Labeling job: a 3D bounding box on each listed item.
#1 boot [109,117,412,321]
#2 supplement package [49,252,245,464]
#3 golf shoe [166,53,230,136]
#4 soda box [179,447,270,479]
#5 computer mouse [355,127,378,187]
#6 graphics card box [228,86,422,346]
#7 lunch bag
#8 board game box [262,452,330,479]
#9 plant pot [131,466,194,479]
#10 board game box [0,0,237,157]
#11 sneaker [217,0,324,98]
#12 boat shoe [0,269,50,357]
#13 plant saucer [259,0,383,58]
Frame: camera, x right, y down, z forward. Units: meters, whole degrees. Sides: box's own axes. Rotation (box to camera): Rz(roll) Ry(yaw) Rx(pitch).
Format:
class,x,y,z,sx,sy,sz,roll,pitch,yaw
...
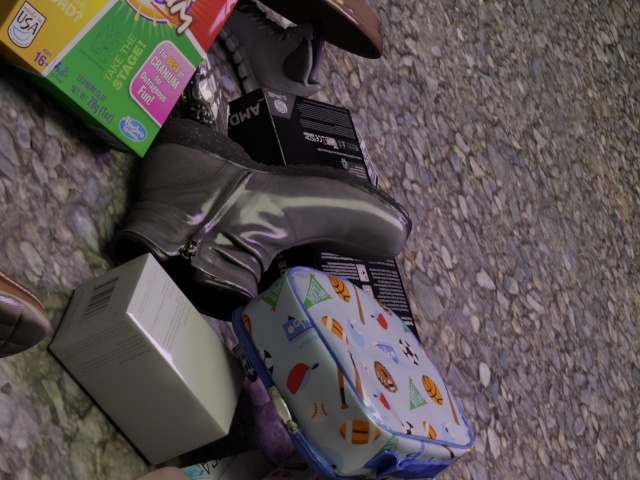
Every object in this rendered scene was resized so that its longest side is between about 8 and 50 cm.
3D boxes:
class,x,y,z,sx,sy,sz,roll,pitch,yaw
boot,-0.066,0.010,2.000,0.338,0.118,0.223,16,44,-9
supplement package,-0.174,0.123,1.815,0.179,0.105,0.105,53,28,-24
golf shoe,-0.156,-0.183,2.140,0.094,0.077,0.198,26,54,-67
soda box,-0.118,0.265,1.858,0.183,0.058,0.063,-3,72,-63
computer mouse,0.053,-0.078,2.444,0.106,0.042,0.193,-70,143,-47
graphics card box,0.000,0.000,2.244,0.233,0.094,0.371,5,66,-60
lunch bag,0.037,0.160,1.901,0.303,0.115,0.243,19,37,-60
board game box,0.024,0.315,2.010,0.305,0.053,0.193,-27,117,-63
plant pot,-0.126,0.364,1.544,0.280,0.323,0.323,55,24,14
board game box,-0.208,-0.288,1.929,0.242,0.064,0.317,40,74,-41
sneaker,-0.064,-0.283,2.305,0.229,0.132,0.086,63,27,-9
boat shoe,-0.359,0.014,1.551,0.324,0.123,0.116,33,40,-50
plant saucer,-0.030,-0.326,2.303,0.278,0.041,0.278,32,-3,2
